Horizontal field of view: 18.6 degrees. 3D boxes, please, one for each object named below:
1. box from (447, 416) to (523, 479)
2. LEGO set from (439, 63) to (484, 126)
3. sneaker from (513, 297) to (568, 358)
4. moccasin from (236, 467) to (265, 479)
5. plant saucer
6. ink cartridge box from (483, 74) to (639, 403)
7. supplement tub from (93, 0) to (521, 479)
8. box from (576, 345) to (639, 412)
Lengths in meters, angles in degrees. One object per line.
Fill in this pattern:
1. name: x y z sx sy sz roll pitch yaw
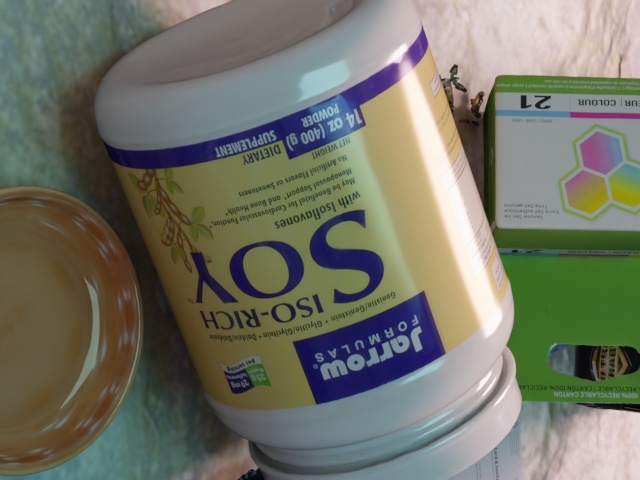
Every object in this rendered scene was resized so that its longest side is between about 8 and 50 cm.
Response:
1. box: 0.096 0.227 1.635 0.186 0.038 0.145 -11 100 -40
2. LEGO set: 0.107 -0.117 1.643 0.083 0.023 0.054 40 68 -50
3. sneaker: 0.185 0.081 1.700 0.144 0.053 0.059 7 84 -33
4. moccasin: 0.008 0.276 1.372 0.137 0.342 0.117 -13 133 -13
5. plant saucer: -0.211 0.062 1.349 0.200 0.037 0.200 -4 95 -42
6. ink cartridge box: 0.233 0.001 1.611 0.188 0.097 0.255 1 74 0
7. supplement tub: 0.000 0.000 1.400 0.241 0.241 0.331 -35 114 -35
8. box: 0.359 0.013 1.691 0.073 0.293 0.296 5 88 -42
